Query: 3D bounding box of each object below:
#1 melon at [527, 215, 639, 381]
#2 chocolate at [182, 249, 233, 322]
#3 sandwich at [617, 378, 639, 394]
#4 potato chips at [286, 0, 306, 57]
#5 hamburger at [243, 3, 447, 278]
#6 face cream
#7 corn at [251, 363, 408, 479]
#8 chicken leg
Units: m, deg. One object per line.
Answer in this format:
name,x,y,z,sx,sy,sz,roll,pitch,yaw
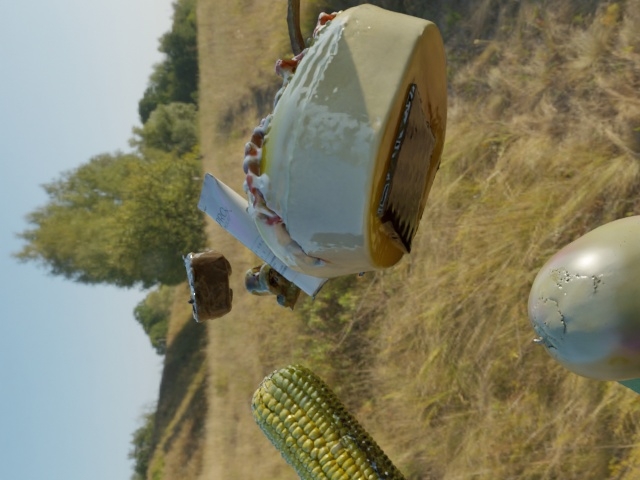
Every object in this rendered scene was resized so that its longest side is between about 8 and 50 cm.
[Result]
melon,0.461,0.082,0.825,0.223,0.316,0.223,158,90,-82
chocolate,-0.244,0.096,1.211,0.214,0.093,0.149,170,88,-72
sandwich,0.683,0.263,1.238,0.212,0.063,0.245,-16,90,49
potato chips,-0.040,-0.403,0.961,0.026,0.037,0.204,-28,-67,-70
hamburger,0.036,-0.103,0.584,0.227,0.151,0.295,60,-136,-50
face cream,-0.088,-0.006,0.855,0.058,0.243,0.092,-50,-5,-39
corn,0.018,0.193,0.476,0.203,0.072,0.072,46,149,21
chicken leg,0.008,0.005,1.047,0.140,0.211,0.361,-41,19,50
